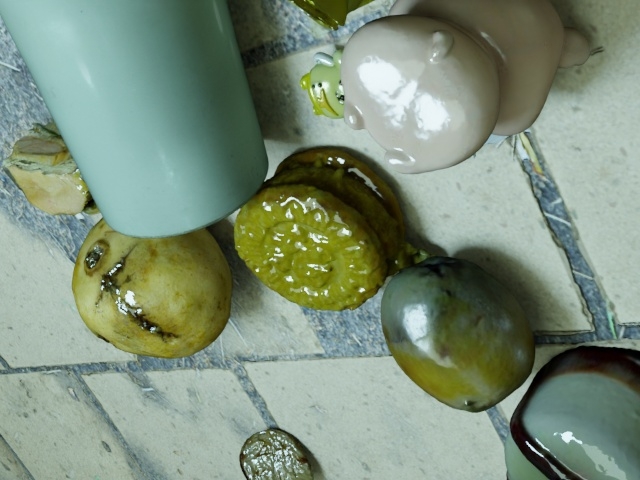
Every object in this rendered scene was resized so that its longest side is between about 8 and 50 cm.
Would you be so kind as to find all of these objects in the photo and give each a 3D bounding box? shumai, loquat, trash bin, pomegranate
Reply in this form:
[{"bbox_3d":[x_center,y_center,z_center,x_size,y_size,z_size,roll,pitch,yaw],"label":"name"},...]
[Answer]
[{"bbox_3d":[-0.082,0.408,1.936,0.123,0.105,0.139,-42,108,6],"label":"shumai"},{"bbox_3d":[0.179,0.122,1.397,0.227,0.179,0.179,45,140,-11],"label":"loquat"},{"bbox_3d":[-0.237,-0.243,1.333,0.280,0.280,0.432,10,133,32],"label":"trash bin"},{"bbox_3d":[-0.265,0.062,1.654,0.260,0.260,0.260,21,136,23],"label":"pomegranate"}]

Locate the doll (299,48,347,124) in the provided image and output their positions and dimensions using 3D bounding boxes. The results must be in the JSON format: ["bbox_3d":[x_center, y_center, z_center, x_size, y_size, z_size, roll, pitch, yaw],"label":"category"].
[{"bbox_3d":[0.050,-0.193,1.308,0.162,0.062,0.106,-5,126,40],"label":"doll"}]

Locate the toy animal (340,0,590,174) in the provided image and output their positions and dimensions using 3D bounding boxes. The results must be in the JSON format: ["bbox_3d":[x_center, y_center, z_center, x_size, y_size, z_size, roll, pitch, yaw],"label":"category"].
[{"bbox_3d":[0.133,-0.186,1.100,0.210,0.221,0.229,40,107,11],"label":"toy animal"}]

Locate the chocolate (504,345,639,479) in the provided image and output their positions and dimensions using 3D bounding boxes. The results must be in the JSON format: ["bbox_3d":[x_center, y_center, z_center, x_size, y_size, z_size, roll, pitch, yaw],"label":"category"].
[{"bbox_3d":[0.374,0.297,1.386,0.283,0.186,0.283,21,136,22],"label":"chocolate"}]

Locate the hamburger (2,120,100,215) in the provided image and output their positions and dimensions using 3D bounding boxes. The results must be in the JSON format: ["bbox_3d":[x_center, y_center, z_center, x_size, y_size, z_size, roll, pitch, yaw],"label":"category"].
[{"bbox_3d":[-0.375,-0.110,1.664,0.207,0.135,0.155,3,141,41],"label":"hamburger"}]

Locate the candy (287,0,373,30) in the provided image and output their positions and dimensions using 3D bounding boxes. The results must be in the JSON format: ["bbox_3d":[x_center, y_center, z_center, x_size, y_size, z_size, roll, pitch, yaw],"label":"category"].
[{"bbox_3d":[-0.013,-0.300,1.093,0.187,0.297,0.081,41,122,2],"label":"candy"}]

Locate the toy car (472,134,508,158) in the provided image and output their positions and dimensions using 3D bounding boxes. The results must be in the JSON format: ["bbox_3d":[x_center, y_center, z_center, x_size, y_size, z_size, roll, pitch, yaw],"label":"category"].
[{"bbox_3d":[0.156,-0.134,1.269,0.170,0.070,0.080,-23,109,46],"label":"toy car"}]

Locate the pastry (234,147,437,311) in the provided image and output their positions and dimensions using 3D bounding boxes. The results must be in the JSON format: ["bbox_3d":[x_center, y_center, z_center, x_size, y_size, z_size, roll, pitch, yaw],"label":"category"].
[{"bbox_3d":[0.000,0.000,1.462,0.240,0.132,0.235,-23,108,48],"label":"pastry"}]
